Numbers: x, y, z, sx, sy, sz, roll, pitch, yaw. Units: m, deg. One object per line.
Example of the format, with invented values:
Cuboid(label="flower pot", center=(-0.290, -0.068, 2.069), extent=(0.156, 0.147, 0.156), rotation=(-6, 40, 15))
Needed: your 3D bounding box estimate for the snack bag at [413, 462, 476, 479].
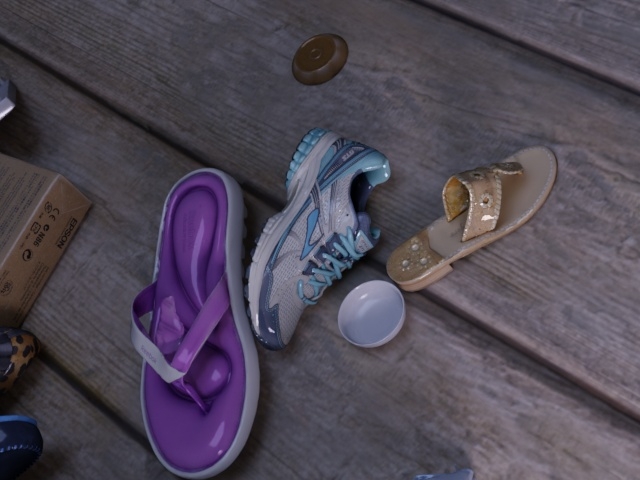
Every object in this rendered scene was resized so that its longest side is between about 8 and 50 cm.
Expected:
Cuboid(label="snack bag", center=(-0.021, 0.355, 1.388), extent=(0.323, 0.037, 0.342), rotation=(-14, 22, 22))

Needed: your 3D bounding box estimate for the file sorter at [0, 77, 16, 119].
Cuboid(label="file sorter", center=(-0.597, -0.178, 1.991), extent=(0.277, 0.173, 0.193), rotation=(-41, 18, 1))

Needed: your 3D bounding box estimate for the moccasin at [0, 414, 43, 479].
Cuboid(label="moccasin", center=(-0.462, 0.334, 1.697), extent=(0.342, 0.137, 0.117), rotation=(-36, 54, 23))

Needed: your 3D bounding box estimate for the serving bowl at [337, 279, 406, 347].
Cuboid(label="serving bowl", center=(0.063, 0.088, 1.607), extent=(0.083, 0.027, 0.083), rotation=(-13, 57, 21))

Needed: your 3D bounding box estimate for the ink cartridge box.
Cuboid(label="ink cartridge box", center=(-0.453, 0.003, 1.902), extent=(0.193, 0.088, 0.235), rotation=(18, 72, 37))

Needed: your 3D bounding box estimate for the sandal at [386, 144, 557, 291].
Cuboid(label="sandal", center=(0.168, -0.039, 1.594), extent=(0.240, 0.079, 0.088), rotation=(-40, 51, 2))

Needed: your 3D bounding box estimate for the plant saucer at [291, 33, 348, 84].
Cuboid(label="plant saucer", center=(-0.004, -0.246, 1.855), extent=(0.083, 0.015, 0.083), rotation=(-14, 56, 21))

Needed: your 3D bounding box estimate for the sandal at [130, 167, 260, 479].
Cuboid(label="sandal", center=(-0.169, 0.088, 1.673), extent=(0.169, 0.102, 0.416), rotation=(-25, 52, 27))

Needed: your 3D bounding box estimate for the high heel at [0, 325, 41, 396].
Cuboid(label="high heel", center=(-0.461, 0.226, 1.797), extent=(0.093, 0.186, 0.261), rotation=(42, 120, 22))

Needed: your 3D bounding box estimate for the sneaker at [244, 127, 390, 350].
Cuboid(label="sneaker", center=(0.000, 0.000, 1.648), extent=(0.122, 0.110, 0.283), rotation=(13, 73, 20))
